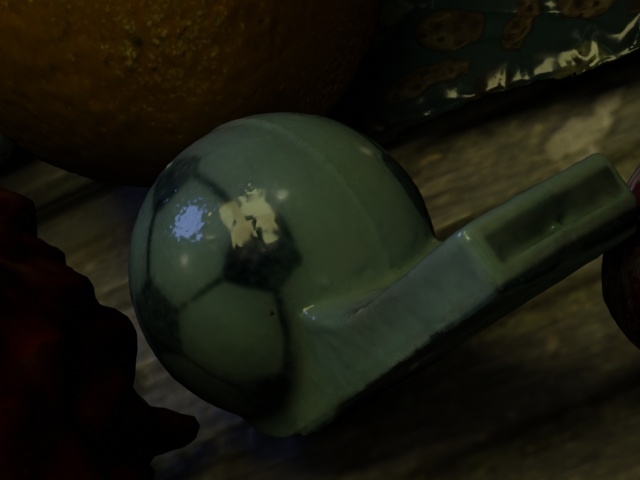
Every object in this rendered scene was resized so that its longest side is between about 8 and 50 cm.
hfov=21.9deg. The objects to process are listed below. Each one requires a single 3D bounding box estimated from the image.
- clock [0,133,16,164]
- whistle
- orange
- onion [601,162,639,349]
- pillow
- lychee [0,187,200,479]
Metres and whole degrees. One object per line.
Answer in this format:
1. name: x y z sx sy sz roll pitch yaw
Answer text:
1. clock: -0.295 -0.087 0.969 0.243 0.146 0.199 -15 37 -44
2. whistle: 0.000 0.000 0.776 0.290 0.163 0.163 -41 30 51
3. orange: -0.090 -0.163 0.901 0.274 0.274 0.274 -14 50 18
4. onion: 0.208 -0.019 0.753 0.206 0.151 0.098 -38 12 -14
5. pillow: 0.101 -0.176 0.962 0.189 0.034 0.255 -18 47 22
6. lychee: -0.256 0.123 0.684 0.425 0.424 0.500 22 24 38
